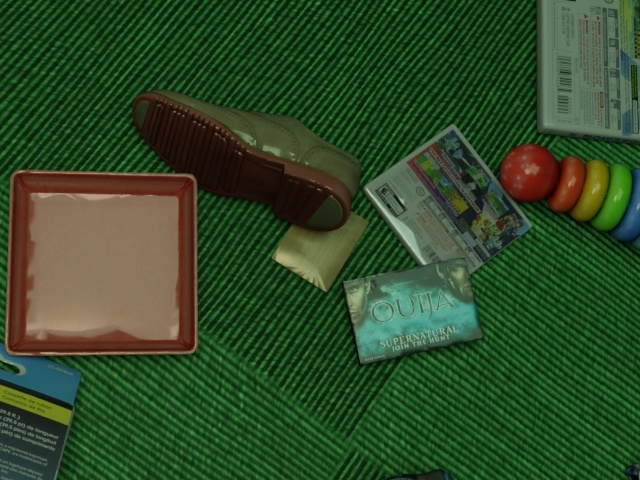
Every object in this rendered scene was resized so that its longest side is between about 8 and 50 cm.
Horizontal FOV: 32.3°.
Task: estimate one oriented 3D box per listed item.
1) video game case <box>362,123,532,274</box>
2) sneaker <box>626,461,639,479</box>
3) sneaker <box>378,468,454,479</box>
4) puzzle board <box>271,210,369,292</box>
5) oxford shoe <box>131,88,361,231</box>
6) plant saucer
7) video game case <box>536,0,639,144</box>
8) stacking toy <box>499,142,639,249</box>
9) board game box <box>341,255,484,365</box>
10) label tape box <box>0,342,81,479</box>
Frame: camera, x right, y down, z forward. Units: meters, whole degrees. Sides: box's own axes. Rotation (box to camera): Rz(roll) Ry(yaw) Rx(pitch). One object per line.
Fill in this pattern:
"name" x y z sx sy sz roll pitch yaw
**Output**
"video game case" 0.192 -0.049 1.672 0.183 0.023 0.201 -35 85 -16
"sneaker" 0.484 0.342 1.621 0.058 0.052 0.135 37 72 4
"sneaker" 0.133 0.487 1.501 0.139 0.125 0.341 -8 80 15
"puzzle board" 0.000 0.000 1.628 0.096 0.011 0.128 32 72 -1
"oxford shoe" -0.104 -0.136 1.605 0.348 0.123 0.130 28 47 -2
"plant saucer" -0.302 0.034 1.542 0.258 0.048 0.259 1 77 -11
"video game case" 0.495 -0.316 1.788 0.299 0.036 0.329 5 75 -10
"stacking toy" 0.429 -0.064 1.673 0.330 0.141 0.141 16 74 -2
"board game box" 0.134 0.102 1.606 0.186 0.026 0.126 -12 83 -6
"label tape box" -0.459 0.273 1.378 0.249 0.115 0.348 23 32 -16
